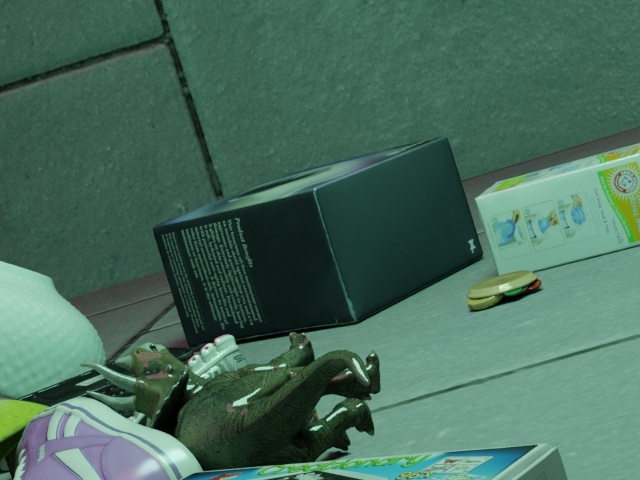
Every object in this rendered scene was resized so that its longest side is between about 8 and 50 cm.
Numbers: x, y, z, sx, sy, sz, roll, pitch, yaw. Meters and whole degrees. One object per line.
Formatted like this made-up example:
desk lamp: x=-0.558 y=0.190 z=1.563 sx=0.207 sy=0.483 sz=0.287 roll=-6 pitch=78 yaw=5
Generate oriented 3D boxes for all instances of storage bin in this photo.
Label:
storage bin: x=-0.203 y=0.168 z=1.426 sx=0.180 sy=0.084 sz=0.122 roll=-21 pitch=6 yaw=-28

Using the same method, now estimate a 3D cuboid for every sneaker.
sneaker: x=-0.211 y=0.193 z=1.135 sx=0.161 sy=0.102 sz=0.282 roll=-24 pitch=8 yaw=-28
sneaker: x=-0.117 y=0.160 z=1.353 sx=0.170 sy=0.075 sz=0.063 roll=-43 pitch=-10 yaw=-26

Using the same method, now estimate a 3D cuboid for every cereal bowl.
cereal bowl: x=-0.396 y=0.088 z=1.694 sx=0.339 sy=0.141 sz=0.339 roll=14 pitch=-6 yaw=2

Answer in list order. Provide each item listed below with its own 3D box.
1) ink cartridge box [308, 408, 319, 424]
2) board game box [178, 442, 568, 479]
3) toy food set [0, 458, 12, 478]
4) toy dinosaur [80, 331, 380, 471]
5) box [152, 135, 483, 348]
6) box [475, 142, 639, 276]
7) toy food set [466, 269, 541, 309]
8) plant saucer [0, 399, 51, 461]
ink cartridge box: x=-0.035 y=0.160 z=1.264 sx=0.063 sy=0.029 sz=0.115 roll=-20 pitch=5 yaw=-25
board game box: x=-0.030 y=0.184 z=0.875 sx=0.305 sy=0.053 sz=0.193 roll=-12 pitch=8 yaw=43
toy food set: x=-0.333 y=0.191 z=1.494 sx=0.111 sy=0.104 sz=0.232 roll=-14 pitch=6 yaw=32
toy dinosaur: x=-0.046 y=0.134 z=1.118 sx=0.160 sy=0.121 sz=0.313 roll=-21 pitch=11 yaw=-23
box: x=0.000 y=0.000 z=1.985 sx=0.294 sy=0.183 sz=0.296 roll=-11 pitch=9 yaw=40
box: x=0.302 y=-0.037 z=1.788 sx=0.203 sy=0.103 sz=0.114 roll=-15 pitch=6 yaw=22
toy food set: x=0.199 y=0.052 z=1.655 sx=0.082 sy=0.020 sz=0.083 roll=-16 pitch=5 yaw=9
plant saucer: x=-0.333 y=0.205 z=1.250 sx=0.188 sy=0.045 sz=0.188 roll=-44 pitch=-4 yaw=23
